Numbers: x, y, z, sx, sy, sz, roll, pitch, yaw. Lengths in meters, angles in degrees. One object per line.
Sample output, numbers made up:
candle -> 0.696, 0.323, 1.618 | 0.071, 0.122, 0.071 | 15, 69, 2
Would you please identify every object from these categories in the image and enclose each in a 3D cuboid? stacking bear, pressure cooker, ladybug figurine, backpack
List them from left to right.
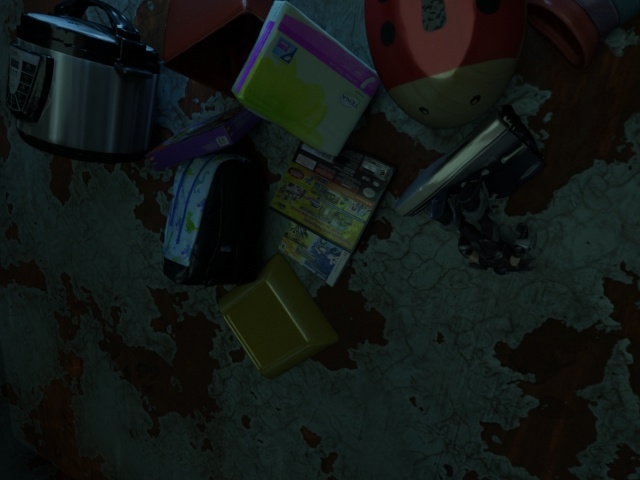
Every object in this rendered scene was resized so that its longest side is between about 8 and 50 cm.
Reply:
pressure cooker -> -0.674, -0.475, 1.186 | 0.370, 0.375, 0.420 | 12, 112, -16
backpack -> -0.296, -0.075, 1.153 | 0.273, 0.290, 0.355 | 29, 106, 35
ladybug figurine -> 0.219, -0.440, 0.761 | 0.305, 0.162, 0.449 | -10, 99, 26
stacking bear -> 0.540, -0.484, 0.708 | 0.289, 0.164, 0.175 | -44, 82, 23

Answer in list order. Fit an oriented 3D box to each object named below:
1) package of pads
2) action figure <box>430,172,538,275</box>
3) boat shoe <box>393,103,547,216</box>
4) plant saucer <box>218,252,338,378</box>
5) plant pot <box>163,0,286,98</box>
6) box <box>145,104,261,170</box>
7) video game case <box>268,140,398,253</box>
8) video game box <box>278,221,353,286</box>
package of pads -> -0.029, -0.351, 0.929 | 0.229, 0.296, 0.101 | -58, 34, 15
action figure -> 0.367, -0.011, 0.895 | 0.185, 0.099, 0.285 | -12, 134, 45
boat shoe -> 0.333, -0.128, 0.918 | 0.158, 0.127, 0.340 | 42, 129, -7
plant saucer -> -0.162, 0.262, 1.277 | 0.333, 0.081, 0.333 | -38, 86, 28
plant pot -> -0.219, -0.552, 1.013 | 0.267, 0.267, 0.236 | -16, 82, 28
box -> -0.326, -0.298, 1.146 | 0.293, 0.201, 0.057 | -10, 121, 28
video game case -> 0.027, -0.136, 1.077 | 0.275, 0.035, 0.248 | 29, 99, 17
video game box -> 0.000, 0.000, 1.151 | 0.205, 0.048, 0.187 | 34, 112, 15
